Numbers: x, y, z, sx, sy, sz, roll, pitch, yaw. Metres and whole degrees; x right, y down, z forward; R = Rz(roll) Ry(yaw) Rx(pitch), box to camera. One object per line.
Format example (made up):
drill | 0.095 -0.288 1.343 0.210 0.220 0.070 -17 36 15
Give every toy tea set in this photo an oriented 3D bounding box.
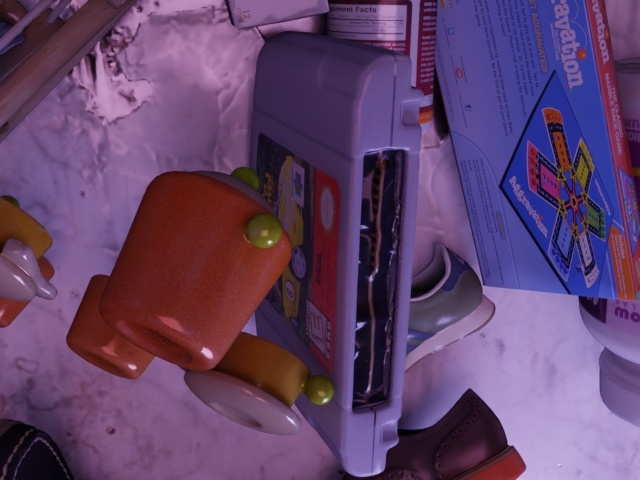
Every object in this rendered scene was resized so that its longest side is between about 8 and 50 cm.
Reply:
toy tea set | -0.143 0.010 0.522 0.335 0.200 0.124 16 63 20

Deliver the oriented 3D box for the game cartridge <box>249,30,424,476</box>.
game cartridge | 0.000 0.000 0.565 0.060 0.196 0.295 -6 111 -20

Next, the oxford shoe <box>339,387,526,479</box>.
oxford shoe | 0.054 0.235 0.725 0.271 0.097 0.098 -29 76 8

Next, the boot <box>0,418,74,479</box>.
boot | -0.127 0.310 0.641 0.284 0.138 0.378 -3 113 10

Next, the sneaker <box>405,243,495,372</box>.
sneaker | 0.057 0.075 0.673 0.192 0.064 0.086 -32 109 -4

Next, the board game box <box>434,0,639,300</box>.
board game box | 0.162 -0.091 0.585 0.027 0.145 0.282 -26 109 -35

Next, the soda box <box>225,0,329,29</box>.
soda box | -0.050 -0.268 0.538 0.073 0.069 0.216 -12 110 -6

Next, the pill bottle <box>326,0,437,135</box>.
pill bottle | 0.047 -0.159 0.581 0.086 0.086 0.152 -2 108 -9

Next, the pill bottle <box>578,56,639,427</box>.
pill bottle | 0.306 0.004 0.632 0.169 0.169 0.302 -7 108 -7

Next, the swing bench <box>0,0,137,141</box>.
swing bench | -0.244 -0.213 0.474 0.254 0.165 0.253 -43 109 6
